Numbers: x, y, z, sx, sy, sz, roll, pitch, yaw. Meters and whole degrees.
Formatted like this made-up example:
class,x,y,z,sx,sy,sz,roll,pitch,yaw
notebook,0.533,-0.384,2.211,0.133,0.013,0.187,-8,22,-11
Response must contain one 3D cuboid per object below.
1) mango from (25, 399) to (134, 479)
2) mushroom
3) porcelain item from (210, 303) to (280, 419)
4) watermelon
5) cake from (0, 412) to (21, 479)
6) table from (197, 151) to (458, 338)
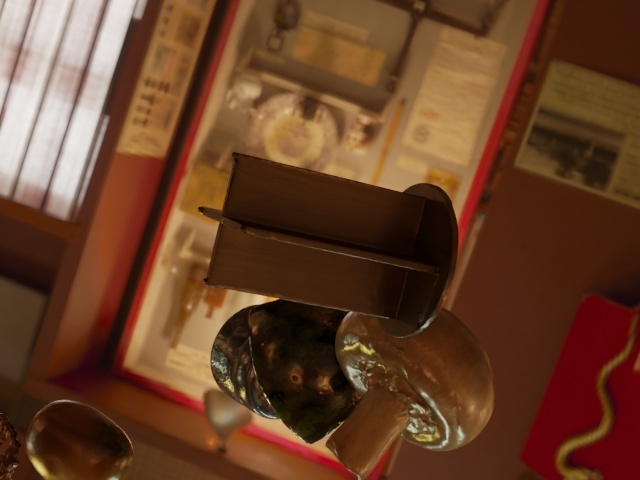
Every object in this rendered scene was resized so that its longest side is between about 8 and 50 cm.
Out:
class,x,y,z,sx,sy,sz,roll,pitch,yaw
mango,-0.393,0.347,1.771,0.221,0.152,0.120,17,-154,35
mushroom,0.087,0.177,1.245,0.207,0.215,0.207,36,159,16
porcelain item,-0.070,0.173,1.530,0.147,0.147,0.114,13,-174,-42
watermelon,-0.008,0.168,1.394,0.192,0.145,0.137,5,143,12
cake,-0.588,0.402,1.724,0.112,0.295,0.116,30,-163,-46
table,0.000,0.000,1.088,0.226,0.167,0.167,12,-171,-25
